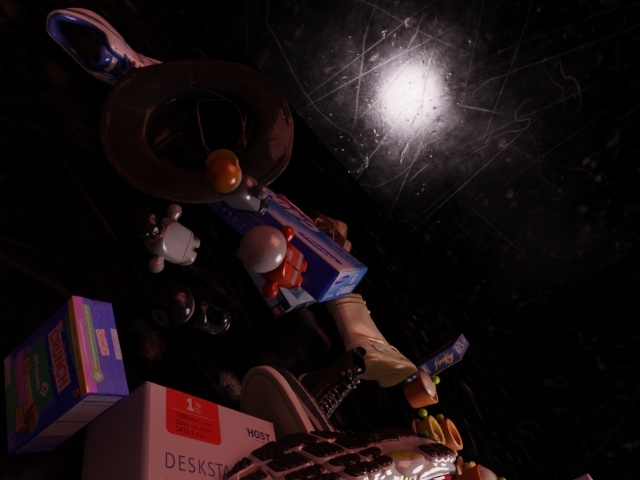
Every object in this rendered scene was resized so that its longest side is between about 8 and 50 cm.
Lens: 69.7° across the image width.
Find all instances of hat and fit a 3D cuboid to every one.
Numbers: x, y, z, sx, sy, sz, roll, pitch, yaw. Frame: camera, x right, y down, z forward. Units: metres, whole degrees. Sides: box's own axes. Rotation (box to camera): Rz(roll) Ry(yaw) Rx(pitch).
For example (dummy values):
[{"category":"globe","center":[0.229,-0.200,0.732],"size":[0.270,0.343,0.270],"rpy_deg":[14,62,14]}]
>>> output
[{"category":"hat","center":[-0.219,-0.182,0.850],"size":[0.331,0.332,0.134],"rpy_deg":[56,-22,10]}]

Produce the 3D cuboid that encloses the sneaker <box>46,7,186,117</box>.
[{"category":"sneaker","center":[-0.366,-0.312,0.861],"size":[0.297,0.111,0.131],"rpy_deg":[33,16,-15]}]

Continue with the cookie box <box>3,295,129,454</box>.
[{"category":"cookie box","center":[-0.222,0.115,0.395],"size":[0.040,0.107,0.091],"rpy_deg":[29,29,-54]}]

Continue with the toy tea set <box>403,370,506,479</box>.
[{"category":"toy tea set","center":[0.314,0.460,1.056],"size":[0.335,0.124,0.200],"rpy_deg":[59,18,7]}]

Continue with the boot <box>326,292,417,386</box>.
[{"category":"boot","center":[0.121,0.236,1.098],"size":[0.262,0.095,0.203],"rpy_deg":[30,26,-47]}]

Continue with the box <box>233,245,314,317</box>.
[{"category":"box","center":[-0.072,0.072,0.989],"size":[0.159,0.044,0.233],"rpy_deg":[55,17,12]}]

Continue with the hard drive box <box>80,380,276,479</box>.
[{"category":"hard drive box","center":[-0.113,0.269,0.406],"size":[0.181,0.089,0.232],"rpy_deg":[38,21,-41]}]

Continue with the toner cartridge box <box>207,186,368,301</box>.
[{"category":"toner cartridge box","center":[-0.078,-0.020,0.934],"size":[0.348,0.075,0.165],"rpy_deg":[39,15,19]}]

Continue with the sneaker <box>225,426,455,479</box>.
[{"category":"sneaker","center":[0.037,0.262,0.455],"size":[0.279,0.107,0.118],"rpy_deg":[14,81,-34]}]

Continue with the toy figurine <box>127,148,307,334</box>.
[{"category":"toy figurine","center":[-0.146,0.008,0.632],"size":[0.209,0.213,0.148],"rpy_deg":[61,5,24]}]

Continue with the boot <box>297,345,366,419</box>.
[{"category":"boot","center":[0.006,0.242,0.692],"size":[0.077,0.137,0.197],"rpy_deg":[48,18,-15]}]

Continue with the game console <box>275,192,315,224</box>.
[{"category":"game console","center":[-0.096,-0.091,1.189],"size":[0.144,0.085,0.124],"rpy_deg":[41,21,-36]}]

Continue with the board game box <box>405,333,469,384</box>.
[{"category":"board game box","center":[0.338,0.342,1.324],"size":[0.042,0.165,0.243],"rpy_deg":[57,17,15]}]

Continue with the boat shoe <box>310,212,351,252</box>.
[{"category":"boat shoe","center":[0.000,0.000,1.232],"size":[0.123,0.123,0.342],"rpy_deg":[36,20,-10]}]

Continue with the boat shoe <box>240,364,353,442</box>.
[{"category":"boat shoe","center":[0.017,0.300,0.574],"size":[0.113,0.127,0.339],"rpy_deg":[-17,72,-51]}]

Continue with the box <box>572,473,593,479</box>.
[{"category":"box","center":[0.381,0.545,0.808],"size":[0.087,0.290,0.169],"rpy_deg":[57,18,13]}]
